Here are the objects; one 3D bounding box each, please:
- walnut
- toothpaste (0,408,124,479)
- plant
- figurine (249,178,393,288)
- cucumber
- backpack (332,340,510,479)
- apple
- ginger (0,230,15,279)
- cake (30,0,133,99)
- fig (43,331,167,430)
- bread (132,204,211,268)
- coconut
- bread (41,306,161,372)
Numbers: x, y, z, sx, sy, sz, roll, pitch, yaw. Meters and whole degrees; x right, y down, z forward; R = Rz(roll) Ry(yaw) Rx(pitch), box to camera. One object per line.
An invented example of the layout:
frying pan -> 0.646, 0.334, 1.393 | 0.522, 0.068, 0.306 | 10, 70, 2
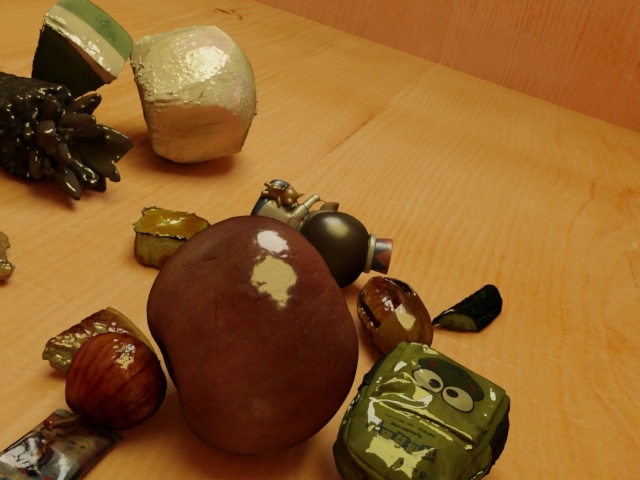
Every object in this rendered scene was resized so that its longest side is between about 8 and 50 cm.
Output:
walnut -> 0.119, 0.123, 1.294 | 0.115, 0.116, 0.207 | 7, 28, -17
toothpaste -> -0.323, 0.263, 0.860 | 0.096, 0.061, 0.266 | 22, 22, 10
plant -> -0.523, -0.196, 1.484 | 0.320, 0.194, 0.181 | 26, 41, 27
figurine -> -0.003, 0.000, 1.416 | 0.275, 0.161, 0.158 | 30, 9, 16
cucumber -> 0.285, 0.129, 1.447 | 0.070, 0.046, 0.220 | 38, 33, 21
backpack -> 0.127, 0.257, 1.023 | 0.207, 0.140, 0.253 | 26, 35, 18
apple -> -0.091, 0.121, 1.009 | 0.235, 0.306, 0.306 | -23, 40, -15
ginger -> -0.511, 0.018, 1.219 | 0.057, 0.044, 0.137 | 19, 22, -38
cake -> -0.516, -0.348, 1.663 | 0.172, 0.284, 0.158 | 25, 40, -11
fig -> -0.253, 0.182, 0.960 | 0.128, 0.128, 0.150 | 12, 31, -8
bread -> -0.258, -0.005, 1.369 | 0.140, 0.069, 0.128 | 8, 27, -9
coconut -> -0.267, -0.318, 1.704 | 0.254, 0.297, 0.297 | -14, 34, -9
bread -> -0.300, 0.139, 1.092 | 0.154, 0.054, 0.136 | 15, 26, -17
